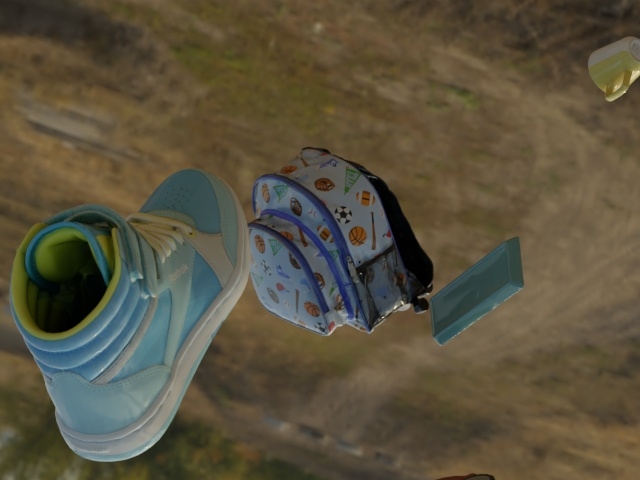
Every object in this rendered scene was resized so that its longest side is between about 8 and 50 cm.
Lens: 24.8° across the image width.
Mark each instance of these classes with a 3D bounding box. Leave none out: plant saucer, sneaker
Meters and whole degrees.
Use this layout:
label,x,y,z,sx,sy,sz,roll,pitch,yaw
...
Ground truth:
label,x,y,z,sx,sy,sz,roll,pitch,yaw
plant saucer,0.184,0.062,1.751,0.018,0.067,0.192,10,151,-23
sneaker,-0.159,0.009,1.264,0.127,0.319,0.208,1,137,18

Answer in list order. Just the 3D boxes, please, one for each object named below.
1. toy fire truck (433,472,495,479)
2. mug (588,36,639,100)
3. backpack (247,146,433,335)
label,x,y,z,sx,sy,sz,roll,pitch,yaw
toy fire truck,0.123,0.412,2.004,0.217,0.158,0.246,-19,-170,-24
mug,0.382,-0.218,1.824,0.062,0.078,0.064,-6,164,-31
backpack,0.000,0.000,2.211,0.213,0.263,0.277,-29,-152,-34
